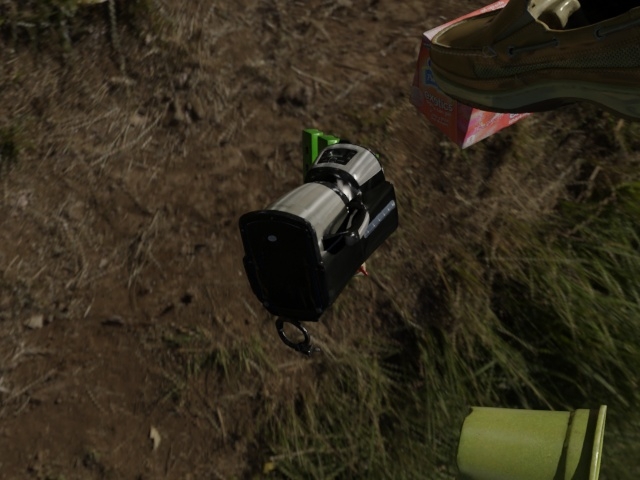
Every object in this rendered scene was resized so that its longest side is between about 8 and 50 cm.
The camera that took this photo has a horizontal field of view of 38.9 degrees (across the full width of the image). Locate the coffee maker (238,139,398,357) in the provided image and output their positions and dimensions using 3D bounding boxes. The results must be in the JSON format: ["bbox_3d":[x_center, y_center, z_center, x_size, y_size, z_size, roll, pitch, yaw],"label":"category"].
[{"bbox_3d":[0.000,0.000,1.003,0.120,0.178,0.171,26,130,17],"label":"coffee maker"}]

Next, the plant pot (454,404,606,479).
[{"bbox_3d":[0.393,0.424,1.715,0.254,0.276,0.276,8,108,20],"label":"plant pot"}]

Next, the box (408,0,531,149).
[{"bbox_3d":[0.313,-0.299,1.514,0.300,0.142,0.154,-27,148,-26],"label":"box"}]

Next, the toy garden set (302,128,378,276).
[{"bbox_3d":[0.038,-0.040,1.267,0.049,0.244,0.204,-7,107,-19],"label":"toy garden set"}]

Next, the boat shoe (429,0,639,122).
[{"bbox_3d":[0.117,-0.107,0.445,0.068,0.190,0.072,-47,122,-20],"label":"boat shoe"}]
